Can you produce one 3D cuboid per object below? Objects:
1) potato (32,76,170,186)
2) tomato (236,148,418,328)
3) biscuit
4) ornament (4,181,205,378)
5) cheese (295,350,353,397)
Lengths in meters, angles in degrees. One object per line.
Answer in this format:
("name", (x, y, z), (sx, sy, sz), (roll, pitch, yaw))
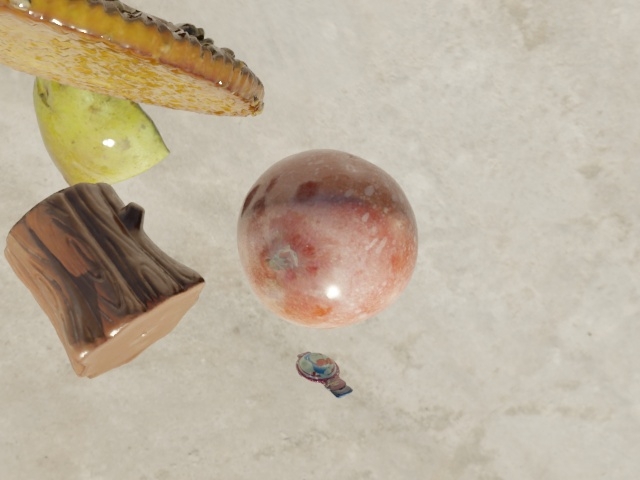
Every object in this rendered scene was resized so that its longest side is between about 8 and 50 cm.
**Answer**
("potato", (-0.538, -0.270, 1.379), (0.213, 0.330, 0.280), (-46, 138, -17))
("tomato", (0.000, 0.000, 0.909), (0.271, 0.227, 0.270), (8, 107, 28))
("biscuit", (-0.185, -0.148, 0.467), (0.306, 0.305, 0.038), (13, 92, -20))
("ornament", (-0.308, 0.046, 0.883), (0.221, 0.235, 0.217), (-42, 81, 15))
("cheese", (0.005, 0.269, 1.266), (0.095, 0.145, 0.038), (-12, 124, -37))
